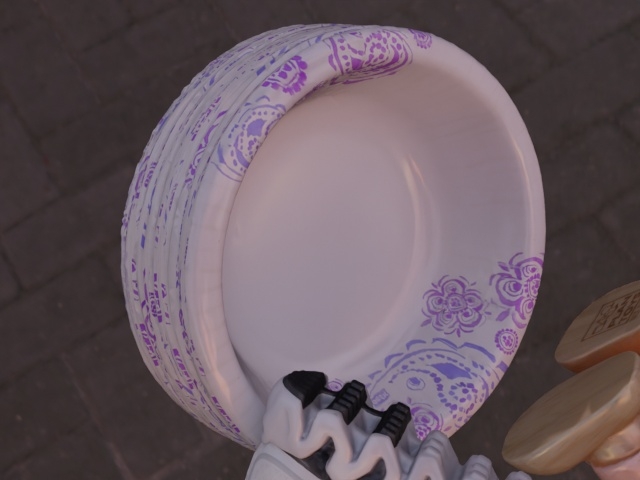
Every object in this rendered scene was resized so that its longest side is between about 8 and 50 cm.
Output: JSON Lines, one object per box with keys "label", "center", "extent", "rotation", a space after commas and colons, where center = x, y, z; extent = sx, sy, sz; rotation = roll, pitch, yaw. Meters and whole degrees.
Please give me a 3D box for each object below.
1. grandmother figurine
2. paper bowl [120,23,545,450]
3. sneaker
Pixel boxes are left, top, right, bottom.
{"label": "grandmother figurine", "center": [0.239, 0.171, 0.655], "extent": [0.342, 0.104, 0.208], "rotation": [48, 55, -9]}
{"label": "paper bowl", "center": [0.000, 0.000, 0.908], "extent": [0.284, 0.284, 0.148], "rotation": [-49, 34, -19]}
{"label": "sneaker", "center": [0.086, 0.185, 0.778], "extent": [0.292, 0.110, 0.118], "rotation": [27, 99, 14]}
